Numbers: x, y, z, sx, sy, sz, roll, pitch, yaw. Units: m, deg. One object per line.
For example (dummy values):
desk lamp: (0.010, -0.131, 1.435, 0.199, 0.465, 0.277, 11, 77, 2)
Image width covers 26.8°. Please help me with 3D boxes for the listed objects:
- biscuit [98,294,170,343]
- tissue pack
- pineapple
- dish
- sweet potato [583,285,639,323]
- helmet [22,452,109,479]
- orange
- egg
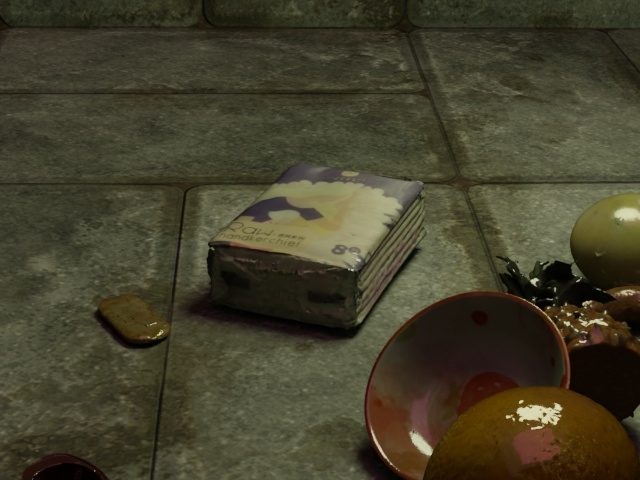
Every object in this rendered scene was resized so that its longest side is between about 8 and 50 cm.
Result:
biscuit: (-0.267, 0.112, 1.924, 0.071, 0.018, 0.147, -13, 29, -29)
tissue pack: (0.000, 0.000, 2.047, 0.242, 0.125, 0.344, 10, 26, 19)
pineapple: (0.311, 0.109, 1.789, 0.165, 0.166, 0.364, -3, 24, -9)
dish: (0.186, 0.193, 1.619, 0.260, 0.085, 0.260, -17, 51, 22)
sweet potato: (0.497, 0.097, 1.932, 0.281, 0.059, 0.067, -1, 65, -5)
helmet: (-0.280, 0.291, 1.491, 0.089, 0.057, 0.111, -21, 37, -33)
orange: (0.216, 0.260, 1.387, 0.236, 0.236, 0.236, 1, 25, 0)
egg: (0.475, 0.008, 2.013, 0.201, 0.164, 0.164, 6, 25, 6)
